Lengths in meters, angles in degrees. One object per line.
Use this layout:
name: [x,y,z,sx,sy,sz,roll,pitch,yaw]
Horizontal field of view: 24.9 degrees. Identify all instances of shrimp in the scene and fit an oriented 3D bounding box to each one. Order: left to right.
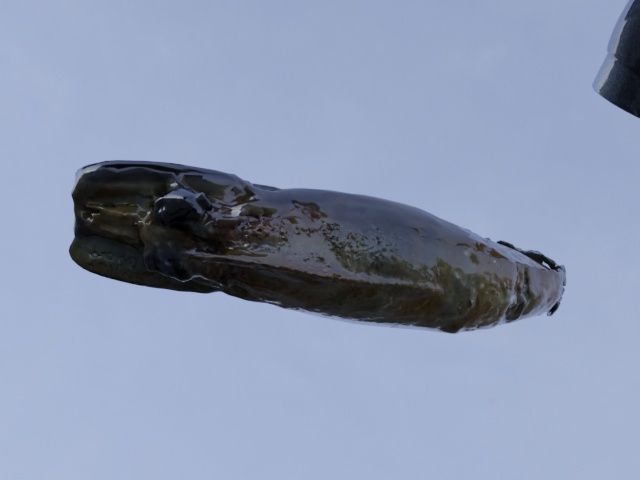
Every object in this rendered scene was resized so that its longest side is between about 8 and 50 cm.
shrimp: [0.000,-0.001,0.698,0.253,0.058,0.173,10,8,-17]

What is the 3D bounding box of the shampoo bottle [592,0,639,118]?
shampoo bottle: [0.219,-0.169,0.748,0.049,0.087,0.234,38,-71,27]
